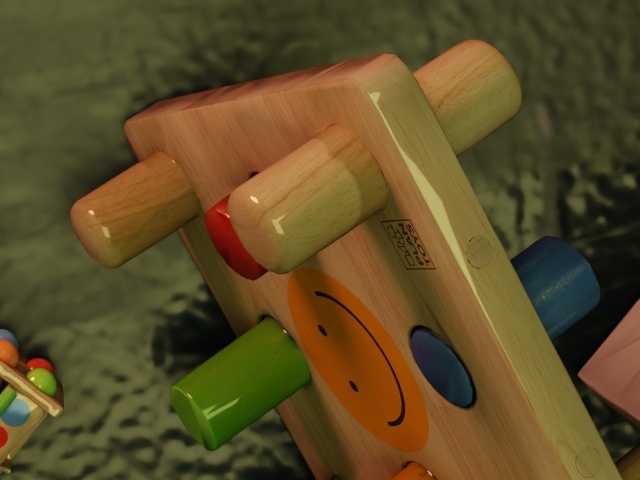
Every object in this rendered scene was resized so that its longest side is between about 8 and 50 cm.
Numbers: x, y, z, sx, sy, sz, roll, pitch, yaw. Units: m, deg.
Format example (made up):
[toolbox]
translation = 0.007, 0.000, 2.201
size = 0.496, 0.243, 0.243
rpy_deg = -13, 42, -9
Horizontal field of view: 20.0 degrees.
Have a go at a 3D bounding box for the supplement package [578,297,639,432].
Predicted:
[supplement package]
translation = 0.306, 0.105, 0.875
size = 0.293, 0.175, 0.177
rpy_deg = 40, 89, -13

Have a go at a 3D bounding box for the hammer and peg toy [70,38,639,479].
[hammer and peg toy]
translation = 0.000, 0.000, 0.763
size = 0.127, 0.266, 0.361
rpy_deg = -34, 105, -23

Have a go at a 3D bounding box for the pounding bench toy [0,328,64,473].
[pounding bench toy]
translation = -0.154, 0.080, 0.838
size = 0.052, 0.083, 0.065
rpy_deg = 40, 91, -13
